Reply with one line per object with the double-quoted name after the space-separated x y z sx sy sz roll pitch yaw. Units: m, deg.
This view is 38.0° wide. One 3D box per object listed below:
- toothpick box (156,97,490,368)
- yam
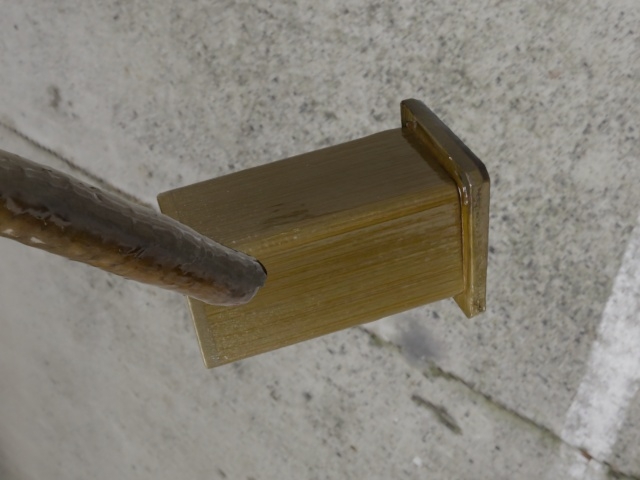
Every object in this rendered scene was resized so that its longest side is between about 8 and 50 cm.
0.000 0.000 0.982 0.187 0.308 0.190 -119 17 -51 "toothpick box"
-0.119 -0.003 0.542 0.046 0.046 0.264 16 173 36 "yam"
